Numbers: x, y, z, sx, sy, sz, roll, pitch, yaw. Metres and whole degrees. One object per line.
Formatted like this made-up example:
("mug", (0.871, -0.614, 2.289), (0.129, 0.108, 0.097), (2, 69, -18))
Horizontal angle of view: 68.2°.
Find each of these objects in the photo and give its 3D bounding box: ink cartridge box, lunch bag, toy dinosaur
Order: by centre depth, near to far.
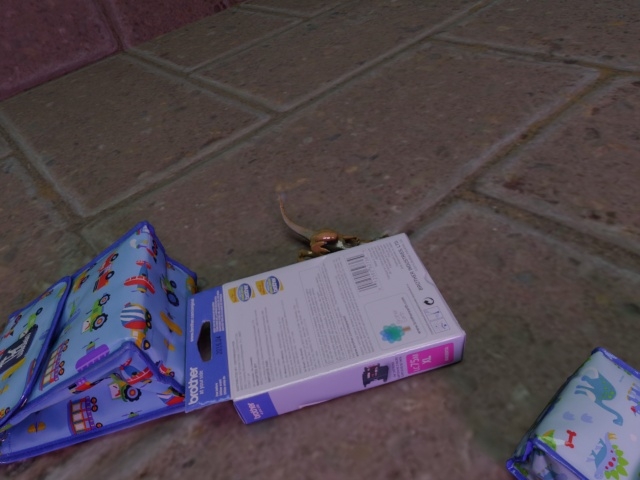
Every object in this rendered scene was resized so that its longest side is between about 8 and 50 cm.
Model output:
("lunch bag", (0.263, 0.190, 0.397), (0.129, 0.096, 0.151), (-35, 59, -27))
("ink cartridge box", (-0.008, 0.105, 0.586), (0.311, 0.065, 0.185), (-14, 41, -4))
("lunch bag", (-0.314, 0.143, 0.603), (0.293, 0.138, 0.220), (-26, 40, 5))
("toy dinosaur", (0.000, 0.000, 0.717), (0.212, 0.064, 0.112), (17, 31, 19))
